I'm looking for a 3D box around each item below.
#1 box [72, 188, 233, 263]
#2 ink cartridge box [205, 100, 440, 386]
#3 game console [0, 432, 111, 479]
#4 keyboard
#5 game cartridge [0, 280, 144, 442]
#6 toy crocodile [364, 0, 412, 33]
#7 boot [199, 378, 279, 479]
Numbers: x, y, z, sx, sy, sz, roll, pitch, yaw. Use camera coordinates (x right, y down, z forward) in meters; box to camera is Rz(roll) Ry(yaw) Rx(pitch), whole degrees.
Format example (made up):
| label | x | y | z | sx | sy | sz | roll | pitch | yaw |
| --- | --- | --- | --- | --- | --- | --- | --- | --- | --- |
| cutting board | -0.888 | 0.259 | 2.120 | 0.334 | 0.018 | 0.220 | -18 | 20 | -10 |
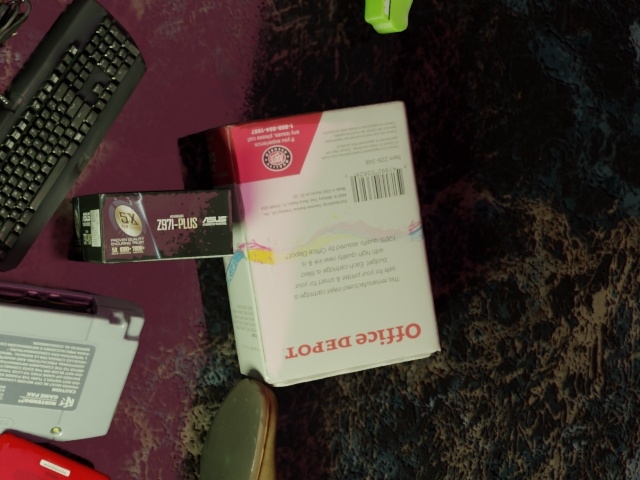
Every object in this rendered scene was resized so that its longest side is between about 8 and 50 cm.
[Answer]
| label | x | y | z | sx | sy | sz | roll | pitch | yaw |
| --- | --- | --- | --- | --- | --- | --- | --- | --- | --- |
| box | -0.192 | -0.017 | 1.663 | 0.147 | 0.180 | 0.078 | -3 | 91 | -19 |
| ink cartridge box | 0.000 | 0.000 | 1.755 | 0.226 | 0.131 | 0.306 | -9 | 95 | -18 |
| game console | -0.330 | 0.301 | 1.678 | 0.144 | 0.085 | 0.124 | 27 | 71 | -18 |
| keyboard | -0.332 | -0.144 | 1.645 | 0.201 | 0.033 | 0.317 | 41 | 67 | -30 |
| game cartridge | -0.360 | 0.135 | 1.622 | 0.294 | 0.060 | 0.196 | 10 | 118 | -23 |
| toy crocodile | 0.100 | -0.421 | 1.796 | 0.105 | 0.115 | 0.341 | 3 | 89 | -20 |
| boot | -0.075 | 0.303 | 1.734 | 0.115 | 0.112 | 0.305 | 0 | 108 | -28 |
